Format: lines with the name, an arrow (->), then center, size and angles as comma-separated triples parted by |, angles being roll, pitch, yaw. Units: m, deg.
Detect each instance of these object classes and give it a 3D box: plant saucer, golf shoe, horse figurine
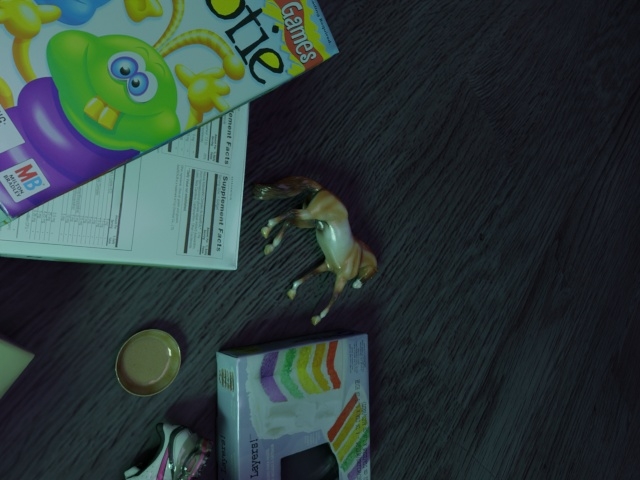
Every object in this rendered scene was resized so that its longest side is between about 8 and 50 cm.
plant saucer -> -0.220, 0.154, 0.647 | 0.083, 0.015, 0.084 | 1, 89, -39
golf shoe -> -0.211, 0.320, 0.631 | 0.085, 0.067, 0.186 | 28, 75, -2
horse figurine -> 0.000, 0.000, 0.793 | 0.174, 0.066, 0.263 | -40, 115, -25

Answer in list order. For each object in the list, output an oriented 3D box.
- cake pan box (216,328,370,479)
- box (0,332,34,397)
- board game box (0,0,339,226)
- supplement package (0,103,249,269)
cake pan box -> -0.034, 0.280, 0.762 | 0.245, 0.070, 0.267 | 0, 90, -36
box -> -0.379, 0.123, 0.371 | 0.117, 0.243, 0.214 | 28, 67, 9
board game box -> -0.145, -0.138, 0.374 | 0.275, 0.142, 0.144 | -39, 111, -33
supplement package -> -0.238, -0.077, 0.517 | 0.262, 0.199, 0.198 | 7, 85, -38
